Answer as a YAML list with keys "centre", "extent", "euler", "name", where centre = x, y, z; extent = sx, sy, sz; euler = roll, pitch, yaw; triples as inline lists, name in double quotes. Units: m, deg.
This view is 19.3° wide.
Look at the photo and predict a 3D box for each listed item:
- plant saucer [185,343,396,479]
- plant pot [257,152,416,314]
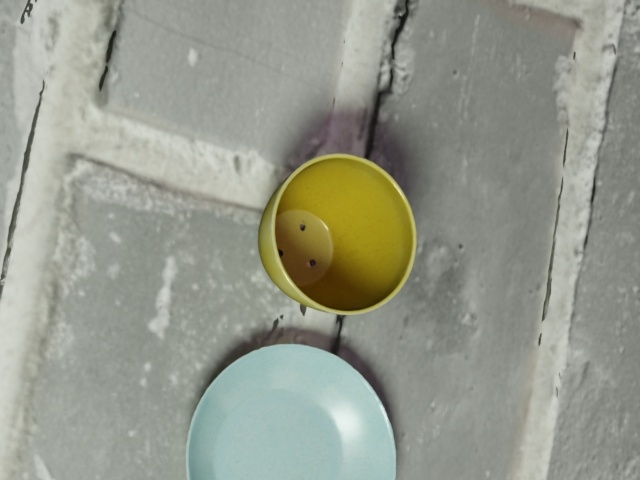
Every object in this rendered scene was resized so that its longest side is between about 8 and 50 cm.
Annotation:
- centre: [-0.029, 0.185, 1.581]
  extent: [0.195, 0.037, 0.195]
  euler: [5, 80, -26]
  name: "plant saucer"
- centre: [0.000, 0.000, 1.591]
  extent: [0.134, 0.095, 0.134]
  euler: [4, 81, -26]
  name: "plant pot"
